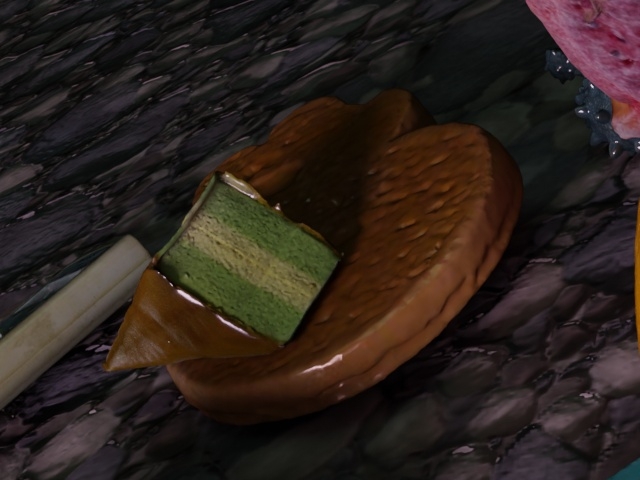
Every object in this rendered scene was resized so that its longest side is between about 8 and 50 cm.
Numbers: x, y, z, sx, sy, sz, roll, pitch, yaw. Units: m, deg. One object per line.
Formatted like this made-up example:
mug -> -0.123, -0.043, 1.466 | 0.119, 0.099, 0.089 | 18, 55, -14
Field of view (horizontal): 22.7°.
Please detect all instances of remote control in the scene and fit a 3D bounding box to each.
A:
remote control -> -0.189, 0.079, 0.871 | 0.233, 0.038, 0.098 | -42, 11, -28

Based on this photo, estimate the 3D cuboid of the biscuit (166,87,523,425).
biscuit -> 0.000, 0.001, 0.830 | 0.202, 0.044, 0.288 | -37, 22, -1

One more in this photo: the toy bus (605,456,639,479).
toy bus -> 0.071, 0.135, 0.461 | 0.160, 0.079, 0.092 | -31, 24, -4

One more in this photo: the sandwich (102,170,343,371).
sandwich -> -0.050, 0.036, 0.781 | 0.074, 0.074, 0.116 | -56, -1, -36

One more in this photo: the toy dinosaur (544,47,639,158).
toy dinosaur -> 0.155, -0.070, 0.803 | 0.055, 0.049, 0.154 | -34, 30, -4

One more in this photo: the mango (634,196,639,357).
mango -> 0.179, 0.057, 0.372 | 0.177, 0.120, 0.295 | -22, 68, 5

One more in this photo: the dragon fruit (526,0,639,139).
dragon fruit -> 0.217, -0.189, 0.671 | 0.250, 0.269, 0.291 | 21, 72, 38
